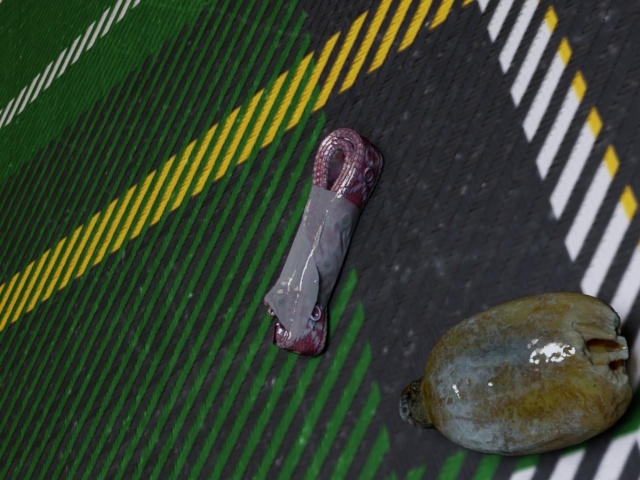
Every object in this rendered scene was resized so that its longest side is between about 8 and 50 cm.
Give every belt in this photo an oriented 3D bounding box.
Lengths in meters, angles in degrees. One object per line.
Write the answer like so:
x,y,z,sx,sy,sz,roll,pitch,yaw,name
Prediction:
0.000,0.000,0.819,0.071,0.053,0.232,12,80,38,belt

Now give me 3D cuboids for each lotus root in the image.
0.141,0.106,0.613,0.192,0.088,0.113,-23,63,35,lotus root
